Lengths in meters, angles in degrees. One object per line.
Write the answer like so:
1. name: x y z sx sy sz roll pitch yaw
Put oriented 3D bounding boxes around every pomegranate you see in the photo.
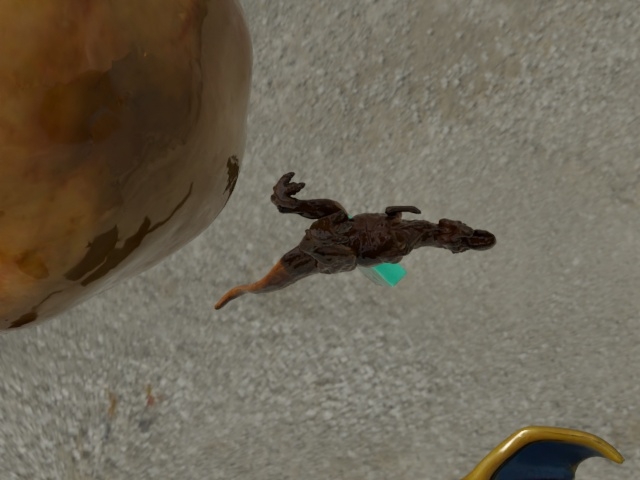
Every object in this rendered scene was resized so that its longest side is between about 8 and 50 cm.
1. pomegranate: -0.261 -0.116 0.680 0.412 0.411 0.411 4 73 -13

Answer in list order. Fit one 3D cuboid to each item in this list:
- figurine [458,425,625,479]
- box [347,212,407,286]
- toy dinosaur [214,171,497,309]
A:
1. figurine: 0.157 0.423 1.018 0.387 0.268 0.400 7 114 3
2. box: 0.066 0.012 1.642 0.042 0.226 0.161 -44 91 -4
3. toy dinosaur: 0.000 0.000 1.221 0.432 0.208 0.097 -9 63 24
